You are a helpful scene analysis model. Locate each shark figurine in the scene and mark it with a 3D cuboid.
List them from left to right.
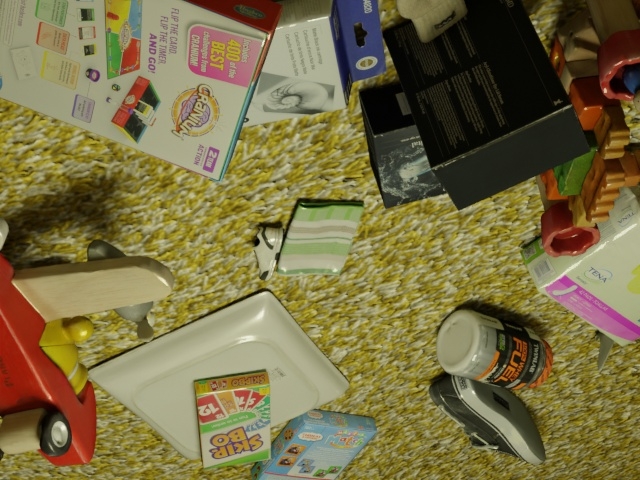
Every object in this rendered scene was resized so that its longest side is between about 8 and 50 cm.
[{"bbox_3d":[0.634,0.170,2.250,0.278,0.116,0.166,2,135,-22],"label":"shark figurine"}]

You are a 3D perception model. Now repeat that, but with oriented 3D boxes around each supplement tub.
[{"bbox_3d":[0.304,0.193,2.170,0.190,0.117,0.117,17,130,-32],"label":"supplement tub"}]

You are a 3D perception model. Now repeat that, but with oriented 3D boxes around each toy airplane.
[{"bbox_3d":[-0.427,0.095,1.767,0.386,0.272,0.384,30,119,4],"label":"toy airplane"}]

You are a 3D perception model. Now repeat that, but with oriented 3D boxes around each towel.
[{"bbox_3d":[0.000,0.000,1.923,0.113,0.023,0.152,-3,138,-22],"label":"towel"}]

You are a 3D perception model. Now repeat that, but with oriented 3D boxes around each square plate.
[{"bbox_3d":[-0.163,0.252,2.147,0.344,0.049,0.347,-24,139,12],"label":"square plate"}]

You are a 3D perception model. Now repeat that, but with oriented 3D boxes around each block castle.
[{"bbox_3d":[0.467,-0.145,1.706,0.303,0.213,0.453,-5,148,-6],"label":"block castle"}]

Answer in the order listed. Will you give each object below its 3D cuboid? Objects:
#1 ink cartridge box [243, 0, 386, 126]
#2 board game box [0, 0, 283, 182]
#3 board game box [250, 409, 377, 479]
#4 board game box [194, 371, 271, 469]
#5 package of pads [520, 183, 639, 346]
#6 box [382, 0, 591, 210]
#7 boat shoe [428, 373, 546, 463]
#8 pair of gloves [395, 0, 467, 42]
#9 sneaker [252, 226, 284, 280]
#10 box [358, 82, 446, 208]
[{"bbox_3d":[-0.027,-0.228,1.590,0.224,0.045,0.223,-12,156,3],"label":"ink cartridge box"},{"bbox_3d":[-0.228,-0.224,1.476,0.316,0.064,0.242,21,133,-3],"label":"board game box"},{"bbox_3d":[-0.014,0.398,2.366,0.160,0.039,0.211,12,133,-29],"label":"board game box"},{"bbox_3d":[-0.149,0.320,2.167,0.124,0.039,0.259,-7,142,-8],"label":"board game box"},{"bbox_3d":[0.509,0.041,2.070,0.229,0.101,0.296,-38,135,25],"label":"package of pads"},{"bbox_3d":[0.206,-0.191,1.590,0.184,0.261,0.103,-26,138,13],"label":"box"},{"bbox_3d":[0.312,0.341,2.346,0.105,0.113,0.306,-28,136,25],"label":"boat shoe"},{"bbox_3d":[0.185,-0.355,1.512,0.240,0.042,0.204,-38,158,9],"label":"pair of gloves"},{"bbox_3d":[-0.084,0.017,1.918,0.044,0.040,0.109,11,132,-5],"label":"sneaker"},{"bbox_3d":[0.146,-0.143,1.759,0.156,0.093,0.158,-14,141,-1],"label":"box"}]
